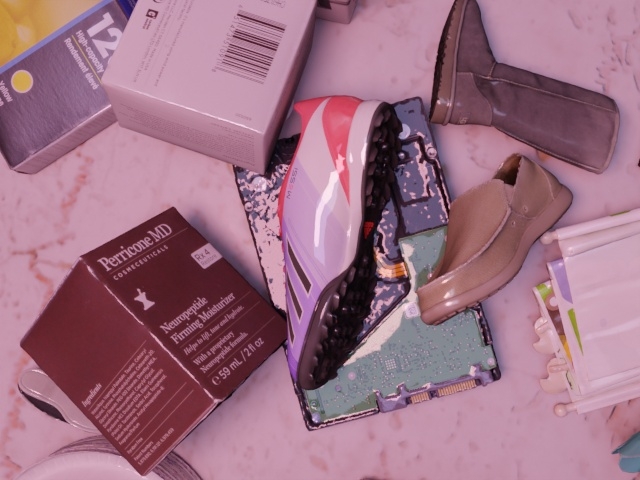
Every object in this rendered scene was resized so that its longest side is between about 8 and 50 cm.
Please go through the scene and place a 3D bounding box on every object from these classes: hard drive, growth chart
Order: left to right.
[{"bbox_3d":[0.052,0.028,0.940,0.237,0.064,0.339,-17,88,6],"label":"hard drive"},{"bbox_3d":[0.323,0.082,0.909,0.172,0.021,0.237,-9,102,5],"label":"growth chart"}]

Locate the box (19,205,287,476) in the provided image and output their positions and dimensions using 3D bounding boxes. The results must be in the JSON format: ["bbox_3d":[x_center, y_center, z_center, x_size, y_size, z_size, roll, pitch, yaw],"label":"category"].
[{"bbox_3d":[-0.178,0.108,0.886,0.203,0.168,0.167,46,124,3],"label":"box"}]

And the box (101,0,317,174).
[{"bbox_3d":[-0.115,-0.195,0.879,0.182,0.119,0.181,18,73,2],"label":"box"}]

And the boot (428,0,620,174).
[{"bbox_3d":[0.235,-0.182,0.912,0.208,0.076,0.189,10,73,0],"label":"boot"}]

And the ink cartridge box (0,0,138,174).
[{"bbox_3d":[-0.317,-0.288,0.978,0.307,0.072,0.303,-32,87,7],"label":"ink cartridge box"}]

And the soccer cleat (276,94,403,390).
[{"bbox_3d":[0.000,0.000,0.874,0.116,0.108,0.318,13,94,26],"label":"soccer cleat"}]

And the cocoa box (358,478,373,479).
[{"bbox_3d":[0.182,0.428,0.842,0.347,0.231,0.228,11,94,6],"label":"cocoa box"}]

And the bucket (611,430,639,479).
[{"bbox_3d":[0.457,0.253,0.801,0.183,0.281,0.281,-43,86,-1],"label":"bucket"}]

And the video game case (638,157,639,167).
[{"bbox_3d":[0.532,-0.164,0.901,0.275,0.035,0.248,17,92,6],"label":"video game case"}]

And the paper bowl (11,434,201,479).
[{"bbox_3d":[-0.262,0.382,0.935,0.284,0.148,0.284,0,89,6],"label":"paper bowl"}]

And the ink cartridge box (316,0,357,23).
[{"bbox_3d":[0.013,-0.343,0.865,0.092,0.218,0.158,18,92,0],"label":"ink cartridge box"}]

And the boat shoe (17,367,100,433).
[{"bbox_3d":[-0.318,0.203,0.994,0.125,0.038,0.046,27,51,0],"label":"boat shoe"}]

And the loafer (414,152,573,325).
[{"bbox_3d":[0.171,-0.007,0.854,0.092,0.268,0.102,50,139,0],"label":"loafer"}]
